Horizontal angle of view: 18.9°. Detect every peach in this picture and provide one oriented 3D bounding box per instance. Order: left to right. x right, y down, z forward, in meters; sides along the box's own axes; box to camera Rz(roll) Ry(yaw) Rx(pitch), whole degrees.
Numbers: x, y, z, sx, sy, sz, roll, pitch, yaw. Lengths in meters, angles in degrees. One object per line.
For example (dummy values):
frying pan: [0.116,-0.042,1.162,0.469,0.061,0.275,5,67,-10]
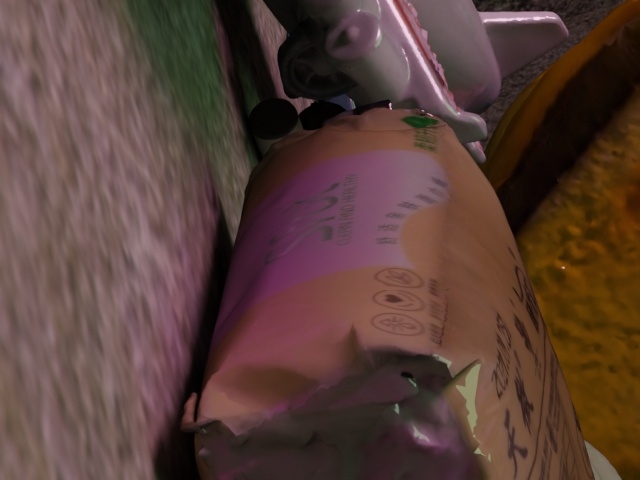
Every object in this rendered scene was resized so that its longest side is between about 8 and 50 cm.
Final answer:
peach: [0.200,0.006,1.157,0.242,0.306,0.380,35,-12,3]

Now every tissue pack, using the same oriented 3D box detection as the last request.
tissue pack: [0.035,0.086,0.687,0.256,0.123,0.215,-88,161,-71]

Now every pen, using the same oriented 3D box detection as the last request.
pen: [0.000,0.000,0.993,0.204,0.025,0.025,69,10,-51]

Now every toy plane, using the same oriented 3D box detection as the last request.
toy plane: [0.026,-0.138,0.978,0.252,0.118,0.252,51,17,-22]

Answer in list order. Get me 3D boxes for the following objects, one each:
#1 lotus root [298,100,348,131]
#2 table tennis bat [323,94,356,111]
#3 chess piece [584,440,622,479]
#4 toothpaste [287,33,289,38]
lotus root: [0.007,-0.042,1.043,0.099,0.049,0.054,-105,175,-48]
table tennis bat: [0.046,-0.031,1.408,0.215,0.044,0.329,-92,165,-67]
chess piece: [0.144,0.183,0.947,0.272,0.139,0.139,29,42,-46]
toothpaste: [-0.011,-0.122,1.197,0.083,0.017,0.020,-89,162,-67]
